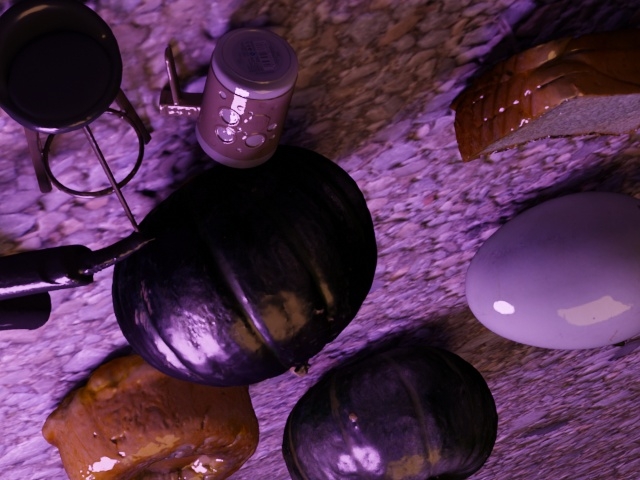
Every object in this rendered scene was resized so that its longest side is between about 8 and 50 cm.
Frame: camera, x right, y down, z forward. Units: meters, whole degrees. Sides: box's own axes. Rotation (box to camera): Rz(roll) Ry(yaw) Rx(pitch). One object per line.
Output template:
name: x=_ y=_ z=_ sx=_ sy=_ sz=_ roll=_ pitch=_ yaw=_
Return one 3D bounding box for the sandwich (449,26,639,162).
sandwich: x=0.252 y=-0.140 z=1.160 sx=0.214 sy=0.065 sz=0.186 roll=-10 pitch=171 yaw=-26

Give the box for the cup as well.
cup: x=-0.071 y=-0.125 z=0.998 sx=0.074 sy=0.102 sz=0.099 roll=-53 pitch=171 yaw=-36

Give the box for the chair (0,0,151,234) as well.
chair: x=-0.179 y=-0.084 z=0.940 sx=0.104 sy=0.095 sz=0.221 roll=-31 pitch=154 yaw=-10

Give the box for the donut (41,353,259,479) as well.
donut: x=-0.187 y=0.220 z=1.458 sx=0.261 sy=0.128 sz=0.208 roll=7 pitch=140 yaw=-48

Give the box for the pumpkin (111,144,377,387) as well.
pumpkin: x=-0.064 y=0.032 z=1.103 sx=0.250 sy=0.250 sz=0.216 roll=-25 pitch=111 yaw=4

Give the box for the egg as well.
egg: x=0.297 y=0.037 z=1.442 sx=0.264 sy=0.183 sz=0.183 roll=-11 pitch=152 yaw=-9

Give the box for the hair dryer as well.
hair dryer: x=-0.245 y=0.040 z=1.051 sx=0.271 sy=0.091 sz=0.235 roll=-9 pitch=170 yaw=27

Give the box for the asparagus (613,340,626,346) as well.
asparagus: x=0.413 y=0.156 z=1.934 sx=0.023 sy=0.022 sz=0.233 roll=-8 pitch=172 yaw=44

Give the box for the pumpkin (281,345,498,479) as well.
pumpkin: x=0.097 y=0.271 z=1.687 sx=0.300 sy=0.207 sz=0.300 roll=-18 pitch=162 yaw=-6
